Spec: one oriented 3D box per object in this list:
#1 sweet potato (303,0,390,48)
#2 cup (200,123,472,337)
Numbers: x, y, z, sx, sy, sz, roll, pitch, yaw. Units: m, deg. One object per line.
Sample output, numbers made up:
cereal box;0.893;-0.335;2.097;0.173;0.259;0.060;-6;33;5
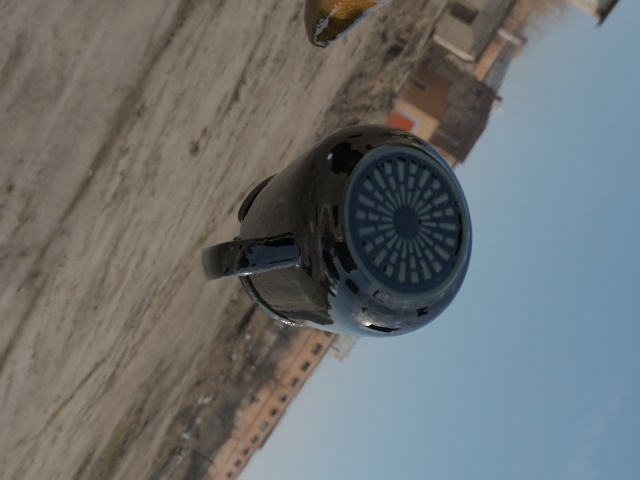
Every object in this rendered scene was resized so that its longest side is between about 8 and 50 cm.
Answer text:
sweet potato;0.050;-0.234;0.478;0.097;0.097;0.292;-57;171;-48
cup;0.000;0.000;0.650;0.223;0.170;0.176;-9;179;-31
